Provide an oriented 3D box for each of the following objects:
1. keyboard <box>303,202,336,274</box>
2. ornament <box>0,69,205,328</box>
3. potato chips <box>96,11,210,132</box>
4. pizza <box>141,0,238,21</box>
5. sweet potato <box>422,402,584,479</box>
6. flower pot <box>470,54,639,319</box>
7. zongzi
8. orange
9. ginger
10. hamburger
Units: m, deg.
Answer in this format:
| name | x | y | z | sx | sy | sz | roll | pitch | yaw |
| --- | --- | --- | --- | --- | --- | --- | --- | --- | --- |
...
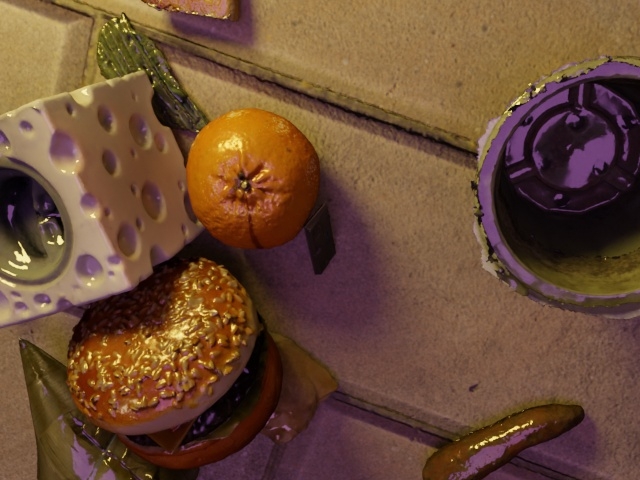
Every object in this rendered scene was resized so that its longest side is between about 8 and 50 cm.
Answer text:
| name | x | y | z | sx | sy | sz | roll | pitch | yaw |
| --- | --- | --- | --- | --- | --- | --- | --- | --- | --- |
| keyboard | 0.000 | 0.000 | 0.998 | 0.015 | 0.049 | 0.129 | 25 | 155 | 21 |
| ornament | -0.333 | -0.058 | 0.945 | 0.239 | 0.240 | 0.240 | -16 | 106 | 22 |
| potato chips | -0.242 | -0.218 | 1.007 | 0.092 | 0.028 | 0.207 | -35 | 99 | 19 |
| pizza | -0.180 | -0.351 | 0.944 | 0.131 | 0.041 | 0.178 | -40 | 99 | 16 |
| sweet potato | 0.273 | 0.313 | 1.092 | 0.273 | 0.075 | 0.075 | -32 | 101 | 13 |
| flower pot | 0.314 | -0.086 | 0.846 | 0.290 | 0.259 | 0.290 | 3 | 110 | 8 |
| zongzi | -0.431 | 0.364 | 1.161 | 0.360 | 0.160 | 0.323 | 45 | 108 | -8 |
| orange | -0.092 | -0.080 | 0.961 | 0.193 | 0.161 | 0.193 | 4 | 112 | 11 |
| ginger | -0.089 | 0.222 | 1.092 | 0.193 | 0.122 | 0.115 | 36 | 122 | 5 |
| hamburger | -0.197 | 0.157 | 0.977 | 0.291 | 0.291 | 0.225 | -12 | 135 | 12 |
